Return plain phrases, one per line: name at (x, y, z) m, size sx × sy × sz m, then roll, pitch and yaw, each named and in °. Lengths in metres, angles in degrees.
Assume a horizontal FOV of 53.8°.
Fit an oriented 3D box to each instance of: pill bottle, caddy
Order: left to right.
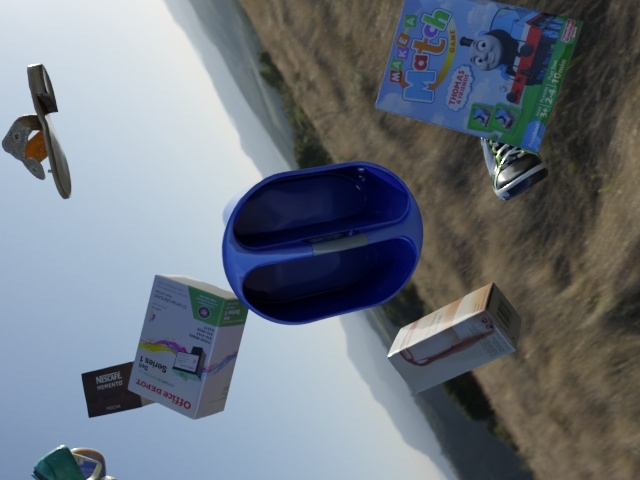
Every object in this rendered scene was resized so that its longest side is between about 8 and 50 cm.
pill bottle at (-0.656, 0.718, 1.724) m, size 0.152 × 0.152 × 0.272 m, roll 60°, pitch 177°, yaw -36°
caddy at (0.000, 0.000, 1.024) m, size 0.179 × 0.342 × 0.241 m, roll -167°, pitch 67°, yaw -67°

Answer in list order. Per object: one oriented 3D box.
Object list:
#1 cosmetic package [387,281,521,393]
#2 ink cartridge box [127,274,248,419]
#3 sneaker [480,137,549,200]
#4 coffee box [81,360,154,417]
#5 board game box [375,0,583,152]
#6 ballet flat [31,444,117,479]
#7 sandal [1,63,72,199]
cosmetic package at (0.331, 0.243, 1.564) m, size 0.129 × 0.296 × 0.153 m, roll 51°, pitch -148°, yaw -7°
ink cartridge box at (-0.297, 0.235, 1.427) m, size 0.202 × 0.277 × 0.117 m, roll 16°, pitch -176°, yaw 25°
sneaker at (0.280, -0.140, 0.978) m, size 0.097 × 0.084 × 0.234 m, roll 50°, pitch -161°, yaw -15°
coffee box at (-0.473, 0.380, 1.699) m, size 0.297 × 0.168 × 0.118 m, roll 13°, pitch -116°, yaw -72°
board game box at (0.191, -0.215, 0.785) m, size 0.212 × 0.160 × 0.039 m, roll 18°, pitch -166°, yaw 15°
ballet flat at (-0.419, 0.457, 1.152) m, size 0.083 × 0.087 × 0.247 m, roll 13°, pitch 141°, yaw 41°
sandal at (-0.431, -0.154, 0.937) m, size 0.088 × 0.079 × 0.239 m, roll 96°, pitch 157°, yaw -66°
